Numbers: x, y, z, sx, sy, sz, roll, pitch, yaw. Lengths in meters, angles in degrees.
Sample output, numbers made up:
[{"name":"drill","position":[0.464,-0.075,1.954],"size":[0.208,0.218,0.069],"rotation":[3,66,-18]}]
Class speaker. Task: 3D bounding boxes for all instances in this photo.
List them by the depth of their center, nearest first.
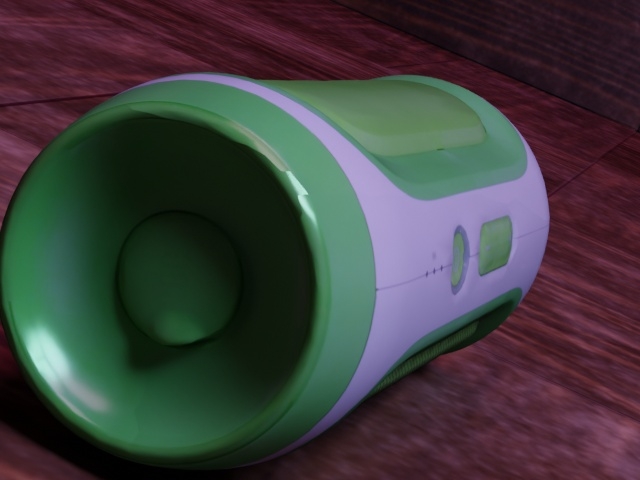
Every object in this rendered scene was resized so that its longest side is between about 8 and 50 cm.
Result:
[{"name":"speaker","position":[0.000,0.000,0.630],"size":[0.131,0.131,0.296],"rotation":[26,13,15]}]
